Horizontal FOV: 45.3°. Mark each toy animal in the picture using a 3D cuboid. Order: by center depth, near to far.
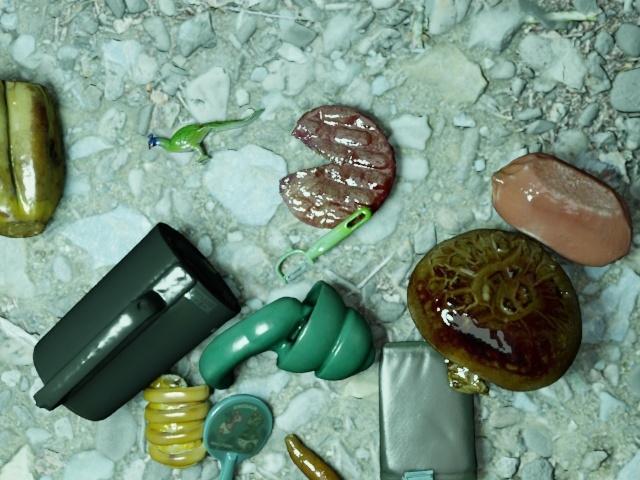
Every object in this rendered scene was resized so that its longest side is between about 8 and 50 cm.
[{"bbox_3d":[-0.200,-0.179,1.381,0.216,0.041,0.075,-13,86,1],"label":"toy animal"}]

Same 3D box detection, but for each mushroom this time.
[{"bbox_3d":[0.283,0.117,1.248,0.297,0.163,0.278,23,80,4],"label":"mushroom"}]

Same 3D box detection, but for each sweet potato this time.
[{"bbox_3d":[0.026,0.444,1.335,0.057,0.057,0.265,-35,81,4],"label":"sweet potato"}]

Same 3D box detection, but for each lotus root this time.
[{"bbox_3d":[-0.550,-0.149,1.346,0.193,0.193,0.291,-9,87,5],"label":"lotus root"}]

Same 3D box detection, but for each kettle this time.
[{"bbox_3d":[-0.304,0.155,1.270,0.308,0.262,0.203,-42,121,2],"label":"kettle"}]

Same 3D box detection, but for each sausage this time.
[{"bbox_3d":[0.399,-0.056,1.269,0.254,0.148,0.148,23,91,4],"label":"sausage"}]

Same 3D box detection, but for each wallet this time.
[{"bbox_3d":[0.185,0.297,1.327,0.168,0.052,0.245,0,84,5],"label":"wallet"}]

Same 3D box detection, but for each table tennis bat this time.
[{"bbox_3d":[-0.154,0.364,1.350,0.124,0.033,0.201,10,99,-24],"label":"table tennis bat"}]

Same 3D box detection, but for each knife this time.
[{"bbox_3d":[0.000,0.000,1.333,0.212,0.015,0.054,-36,94,23],"label":"knife"}]

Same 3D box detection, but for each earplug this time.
[{"bbox_3d":[-0.049,0.184,1.297,0.280,0.164,0.258,20,97,-5],"label":"earplug"}]

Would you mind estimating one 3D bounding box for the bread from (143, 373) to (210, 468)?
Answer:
[{"bbox_3d":[-0.252,0.316,1.352,0.119,0.084,0.177,-2,92,6],"label":"bread"}]

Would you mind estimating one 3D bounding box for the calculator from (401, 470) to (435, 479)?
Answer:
[{"bbox_3d":[0.175,0.468,1.307,0.057,0.018,0.172,-8,109,5],"label":"calculator"}]

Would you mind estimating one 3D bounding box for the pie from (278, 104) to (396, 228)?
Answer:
[{"bbox_3d":[0.028,-0.124,1.351,0.204,0.054,0.219,27,89,6],"label":"pie"}]
